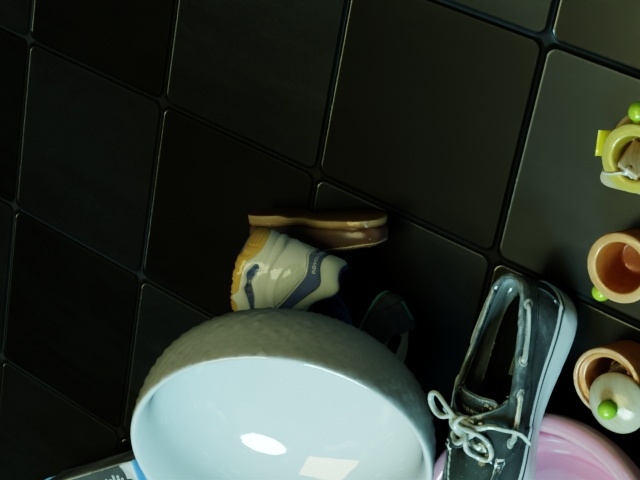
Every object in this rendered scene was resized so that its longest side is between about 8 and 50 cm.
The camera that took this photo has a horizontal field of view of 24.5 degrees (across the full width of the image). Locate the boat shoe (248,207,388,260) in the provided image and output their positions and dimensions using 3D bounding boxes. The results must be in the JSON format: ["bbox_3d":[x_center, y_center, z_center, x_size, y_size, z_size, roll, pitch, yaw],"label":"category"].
[{"bbox_3d":[0.000,0.000,1.713,0.207,0.073,0.073,2,101,47],"label":"boat shoe"}]

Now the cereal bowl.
[{"bbox_3d":[-0.035,0.192,1.638,0.339,0.141,0.339,5,134,5],"label":"cereal bowl"}]

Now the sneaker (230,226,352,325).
[{"bbox_3d":[-0.031,0.115,1.719,0.131,0.112,0.296,16,142,12],"label":"sneaker"}]

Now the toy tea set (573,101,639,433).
[{"bbox_3d":[0.329,0.044,1.424,0.200,0.124,0.336,17,114,34],"label":"toy tea set"}]

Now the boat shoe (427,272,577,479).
[{"bbox_3d":[0.174,0.184,1.526,0.113,0.105,0.306,23,92,46],"label":"boat shoe"}]

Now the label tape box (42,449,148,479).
[{"bbox_3d":[-0.287,0.435,2.060,0.347,0.115,0.249,-22,90,39],"label":"label tape box"}]

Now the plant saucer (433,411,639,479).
[{"bbox_3d":[0.241,0.349,1.575,0.332,0.084,0.332,-6,82,42],"label":"plant saucer"}]

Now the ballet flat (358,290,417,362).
[{"bbox_3d":[0.054,0.149,1.720,0.074,0.074,0.203,44,125,20],"label":"ballet flat"}]
